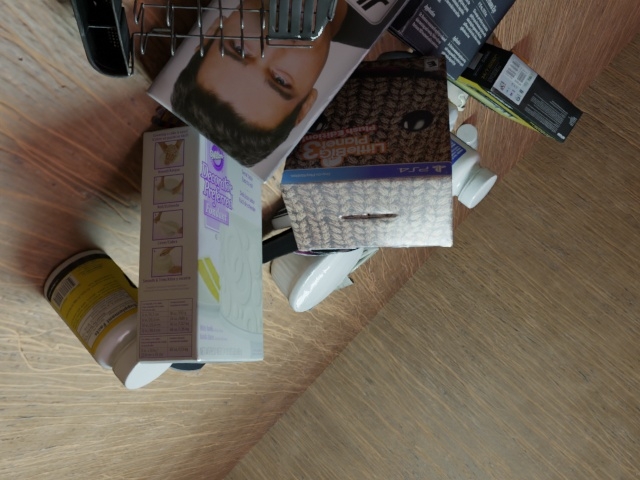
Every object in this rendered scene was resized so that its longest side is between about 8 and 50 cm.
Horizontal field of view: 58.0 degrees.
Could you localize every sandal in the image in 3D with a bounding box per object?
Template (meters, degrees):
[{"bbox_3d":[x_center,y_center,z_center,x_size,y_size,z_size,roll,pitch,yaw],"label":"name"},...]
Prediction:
[{"bbox_3d":[-0.002,0.001,1.360,0.445,0.107,0.167,-25,-174,-22],"label":"sandal"}]

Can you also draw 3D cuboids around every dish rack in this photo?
[{"bbox_3d":[-0.111,-0.270,0.585,0.271,0.074,0.208,-1,145,-7],"label":"dish rack"}]

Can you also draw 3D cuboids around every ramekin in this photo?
[{"bbox_3d":[-0.015,0.054,1.560,0.273,0.127,0.273,-41,161,-18],"label":"ramekin"}]

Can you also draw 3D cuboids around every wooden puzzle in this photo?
[{"bbox_3d":[-0.210,-0.185,0.846,0.049,0.006,0.083,-52,161,13],"label":"wooden puzzle"}]

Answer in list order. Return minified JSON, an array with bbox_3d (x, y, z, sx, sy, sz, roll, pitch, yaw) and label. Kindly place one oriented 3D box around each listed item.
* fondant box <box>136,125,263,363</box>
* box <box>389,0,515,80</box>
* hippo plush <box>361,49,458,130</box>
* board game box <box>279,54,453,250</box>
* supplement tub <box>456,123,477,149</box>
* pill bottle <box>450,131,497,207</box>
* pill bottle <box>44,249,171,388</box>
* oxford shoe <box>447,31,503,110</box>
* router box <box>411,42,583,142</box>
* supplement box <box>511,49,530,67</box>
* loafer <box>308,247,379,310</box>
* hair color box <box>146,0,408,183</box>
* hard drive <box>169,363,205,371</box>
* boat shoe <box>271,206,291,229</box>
[{"bbox_3d":[-0.174,0.021,0.890,0.096,0.330,0.238,-6,168,15],"label":"fondant box"},{"bbox_3d":[0.214,-0.469,0.936,0.312,0.179,0.343,-52,161,18],"label":"box"},{"bbox_3d":[0.116,-0.283,1.146,0.294,0.234,0.236,-9,145,15],"label":"hippo plush"},{"bbox_3d":[0.083,-0.140,0.893,0.141,0.232,0.291,76,16,-47],"label":"board game box"},{"bbox_3d":[0.502,-0.348,1.970,0.071,0.071,0.107,-49,160,4],"label":"supplement tub"},{"bbox_3d":[0.333,-0.212,1.560,0.152,0.272,0.152,-41,160,-18],"label":"pill bottle"},{"bbox_3d":[-0.322,0.123,0.900,0.119,0.208,0.119,-41,161,-18],"label":"pill bottle"},{"bbox_3d":[0.281,-0.341,1.420,0.449,0.130,0.169,-49,163,9],"label":"oxford shoe"},{"bbox_3d":[0.377,-0.333,1.227,0.309,0.243,0.081,17,109,-41],"label":"router box"},{"bbox_3d":[0.636,-0.534,1.883,0.078,0.080,0.233,-49,163,12],"label":"supplement box"},{"bbox_3d":[0.055,0.108,1.840,0.319,0.111,0.112,-50,161,8],"label":"loafer"},{"bbox_3d":[-0.030,-0.280,0.736,0.374,0.185,0.113,-51,-164,10],"label":"hair color box"},{"bbox_3d":[-0.310,0.249,1.419,0.172,0.054,0.255,-46,161,-4],"label":"hard drive"},{"bbox_3d":[0.016,-0.122,1.304,0.306,0.105,0.113,-25,-177,14],"label":"boat shoe"}]
